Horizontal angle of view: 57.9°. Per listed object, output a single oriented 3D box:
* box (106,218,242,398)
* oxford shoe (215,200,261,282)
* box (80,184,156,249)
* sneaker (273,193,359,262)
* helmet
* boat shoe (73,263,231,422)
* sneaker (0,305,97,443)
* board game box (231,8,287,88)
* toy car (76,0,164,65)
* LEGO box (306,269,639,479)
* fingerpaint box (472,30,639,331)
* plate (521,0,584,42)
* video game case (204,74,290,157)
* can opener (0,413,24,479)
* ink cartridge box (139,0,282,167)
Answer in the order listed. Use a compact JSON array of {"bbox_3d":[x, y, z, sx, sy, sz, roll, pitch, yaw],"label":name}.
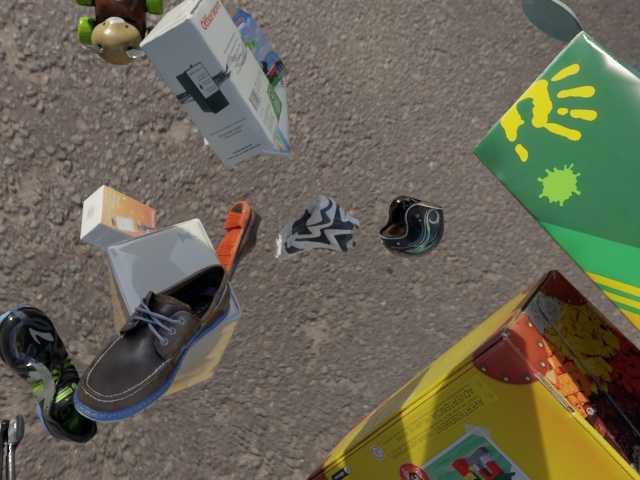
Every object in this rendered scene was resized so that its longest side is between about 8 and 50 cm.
[{"bbox_3d":[-0.211,0.113,0.806,0.121,0.311,0.148,-19,70,-25],"label":"box"},{"bbox_3d":[-0.231,0.029,1.632,0.098,0.097,0.271,32,68,-40],"label":"oxford shoe"},{"bbox_3d":[-0.532,-0.043,1.538,0.170,0.091,0.130,29,38,-44],"label":"box"},{"bbox_3d":[0.000,0.000,1.352,0.153,0.235,0.094,25,39,-22],"label":"sneaker"},{"bbox_3d":[0.250,-0.030,1.579,0.170,0.169,0.161,12,101,-18],"label":"helmet"},{"bbox_3d":[-0.139,0.075,0.497,0.066,0.066,0.183,24,33,10],"label":"boat shoe"},{"bbox_3d":[-0.300,0.153,0.655,0.067,0.078,0.188,-40,125,-44],"label":"sneaker"},{"bbox_3d":[-0.156,-0.333,1.154,0.039,0.211,0.160,36,90,20],"label":"board game box"},{"bbox_3d":[-0.370,-0.383,1.054,0.155,0.149,0.188,2,40,-13],"label":"toy car"},{"bbox_3d":[0.262,0.345,0.816,0.372,0.500,0.193,47,42,10],"label":"LEGO box"},{"bbox_3d":[0.433,0.005,0.630,0.445,0.163,0.371,9,40,-46],"label":"fingerpaint box"},{"bbox_3d":[0.608,-0.583,1.506,0.188,0.188,0.024,36,95,-9],"label":"plate"},{"bbox_3d":[-0.225,-0.419,1.785,0.329,0.036,0.299,0,85,-49],"label":"video game case"},{"bbox_3d":[-0.683,0.471,1.250,0.059,0.073,0.186,13,46,-30],"label":"can opener"},{"bbox_3d":[-0.147,-0.236,0.836,0.208,0.087,0.153,57,21,-31],"label":"ink cartridge box"}]
